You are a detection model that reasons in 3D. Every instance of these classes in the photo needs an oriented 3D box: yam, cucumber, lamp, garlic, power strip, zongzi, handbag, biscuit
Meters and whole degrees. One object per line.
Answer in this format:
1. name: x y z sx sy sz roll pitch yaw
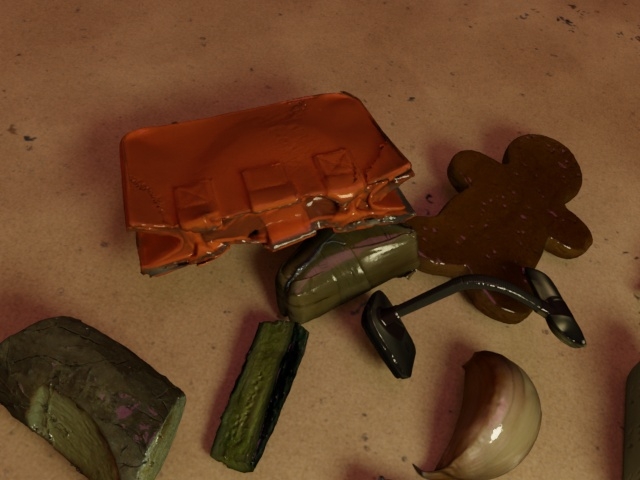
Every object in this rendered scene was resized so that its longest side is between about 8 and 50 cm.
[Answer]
1. yam: -0.272 0.198 0.863 0.254 0.154 0.154 32 52 20
2. cucumber: -0.075 0.210 0.952 0.077 0.062 0.211 -5 49 29
3. lamp: 0.212 0.089 1.020 0.283 0.125 0.203 -13 14 14
4. garlic: 0.233 0.242 0.950 0.128 0.115 0.207 32 54 7
5. power strip: 0.473 0.245 0.945 0.059 0.194 0.265 21 49 3
6. zongzi: 0.000 0.000 1.118 0.228 0.115 0.256 -24 44 -17
7. handbag: -0.089 -0.096 1.086 0.409 0.116 0.304 -12 37 -9
8. biscuit: 0.329 -0.041 1.236 0.283 0.064 0.432 35 53 9

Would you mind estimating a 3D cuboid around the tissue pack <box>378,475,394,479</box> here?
1. tissue pack: 0.155 0.398 0.827 0.235 0.073 0.173 19 48 4
